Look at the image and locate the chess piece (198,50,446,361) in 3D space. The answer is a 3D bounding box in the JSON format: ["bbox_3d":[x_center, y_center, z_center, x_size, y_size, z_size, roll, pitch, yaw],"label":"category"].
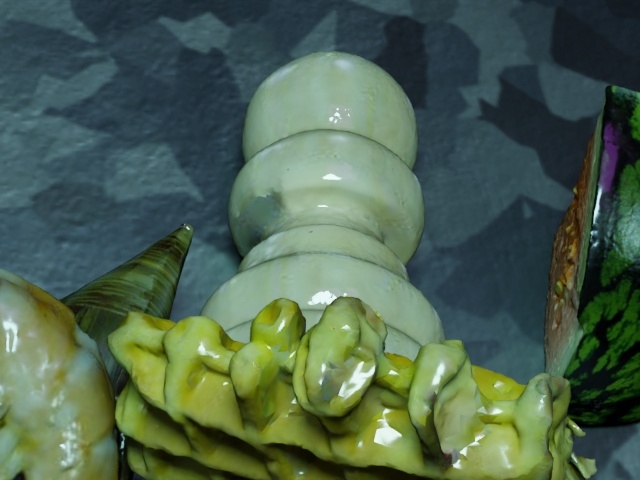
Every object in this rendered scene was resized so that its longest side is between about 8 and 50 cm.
[{"bbox_3d":[0.000,0.000,1.024,0.142,0.143,0.261,9,50,-8],"label":"chess piece"}]

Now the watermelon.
[{"bbox_3d":[0.194,0.002,1.060,0.193,0.145,0.137,-30,63,-30],"label":"watermelon"}]

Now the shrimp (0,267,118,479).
[{"bbox_3d":[-0.183,0.152,0.856,0.152,0.063,0.287,18,82,-15],"label":"shrimp"}]

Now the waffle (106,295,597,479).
[{"bbox_3d":[0.039,0.117,0.851,0.309,0.283,0.065,26,63,-18],"label":"waffle"}]

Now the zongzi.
[{"bbox_3d":[-0.174,0.054,0.944,0.187,0.084,0.184,15,72,-5],"label":"zongzi"}]
